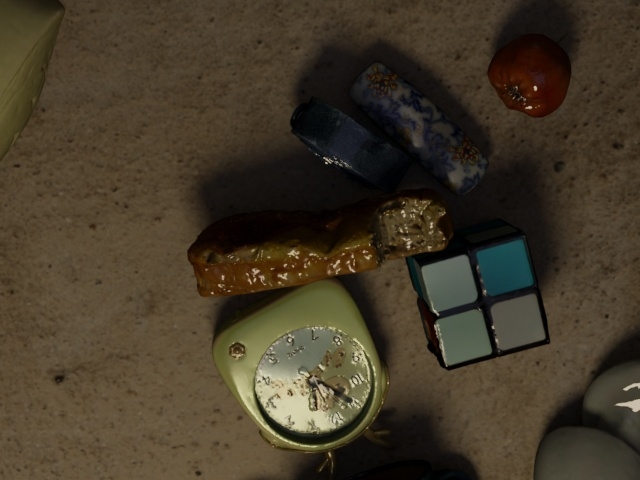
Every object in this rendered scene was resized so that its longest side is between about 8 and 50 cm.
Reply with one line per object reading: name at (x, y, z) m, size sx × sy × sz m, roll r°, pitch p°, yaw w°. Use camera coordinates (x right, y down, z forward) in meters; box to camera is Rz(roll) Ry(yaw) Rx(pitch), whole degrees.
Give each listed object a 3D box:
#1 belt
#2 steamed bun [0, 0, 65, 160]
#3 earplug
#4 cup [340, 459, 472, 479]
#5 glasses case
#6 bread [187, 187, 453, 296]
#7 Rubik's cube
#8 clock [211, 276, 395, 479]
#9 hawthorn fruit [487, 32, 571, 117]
belt at (0.043, -0.140, 1.797) m, size 0.190 × 0.141 × 0.082 m, roll 31°, pitch 92°, yaw -18°
steamed bun at (-0.602, -0.222, 1.670) m, size 0.371 × 0.290 × 0.456 m, roll 34°, pitch 94°, yaw -8°
earplug at (0.473, 0.326, 1.870) m, size 0.325 × 0.175 × 0.214 m, roll -43°, pitch 100°, yaw 2°
cup at (0.116, 0.509, 1.846) m, size 0.242 × 0.308 × 0.292 m, roll -21°, pitch 90°, yaw 25°
glasses case at (0.153, -0.172, 1.840) m, size 0.248 × 0.065 × 0.087 m, roll 41°, pitch 91°, yaw -7°
bread at (0.000, 0.000, 1.746) m, size 0.381 × 0.185 × 0.109 m, roll -9°, pitch 98°, yaw 17°
Rubik's cube at (0.232, 0.078, 1.820) m, size 0.167 × 0.183 × 0.180 m, roll -15°, pitch 96°, yaw -3°
clock at (-0.010, 0.221, 1.864) m, size 0.235 × 0.096 × 0.308 m, roll -29°, pitch 98°, yaw -1°
hawthorn fruit at (0.320, -0.254, 1.822) m, size 0.125 × 0.140 × 0.125 m, roll 7°, pitch 133°, yaw 8°
